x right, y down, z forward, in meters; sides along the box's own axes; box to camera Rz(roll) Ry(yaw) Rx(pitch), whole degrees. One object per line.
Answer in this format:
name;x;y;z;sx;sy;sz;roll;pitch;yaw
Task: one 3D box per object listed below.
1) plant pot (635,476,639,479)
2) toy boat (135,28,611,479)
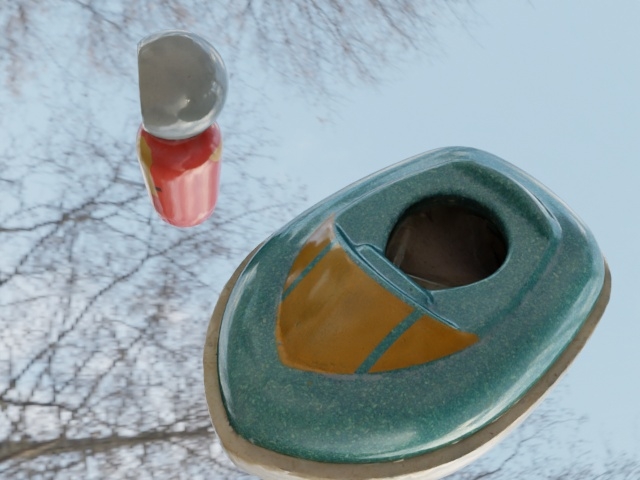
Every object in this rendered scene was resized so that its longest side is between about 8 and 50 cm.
plant pot;0.268;0.153;0.575;0.256;0.274;0.256;4;-121;-7
toy boat;0.000;0.000;0.808;0.318;0.148;0.267;37;-122;24
